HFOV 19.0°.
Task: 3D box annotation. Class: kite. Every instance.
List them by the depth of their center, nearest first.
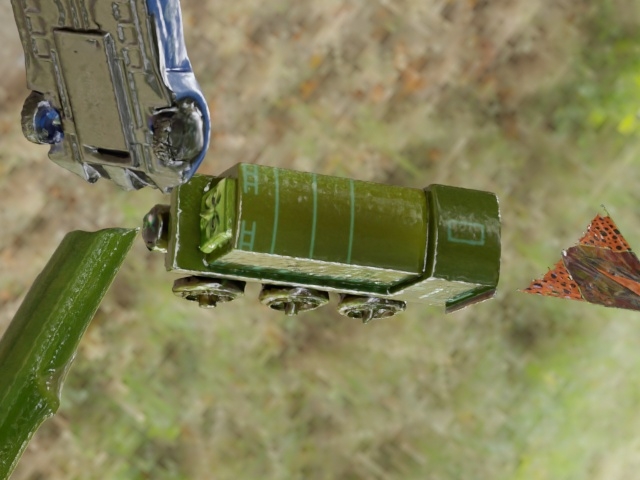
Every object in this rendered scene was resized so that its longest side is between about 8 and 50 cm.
[{"bbox_3d":[0.267,0.037,1.718,0.222,0.125,0.008,-37,153,-55],"label":"kite"}]

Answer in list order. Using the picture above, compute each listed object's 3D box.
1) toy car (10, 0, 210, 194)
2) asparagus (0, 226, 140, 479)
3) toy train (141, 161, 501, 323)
[{"bbox_3d":[-0.114,-0.124,0.995,0.063,0.103,0.216,-48,139,-47],"label":"toy car"},{"bbox_3d":[-0.222,0.088,1.483,0.060,0.067,0.277,77,30,-51],"label":"asparagus"},{"bbox_3d":[0.000,0.000,1.273,0.137,0.226,0.090,155,-60,-64],"label":"toy train"}]
